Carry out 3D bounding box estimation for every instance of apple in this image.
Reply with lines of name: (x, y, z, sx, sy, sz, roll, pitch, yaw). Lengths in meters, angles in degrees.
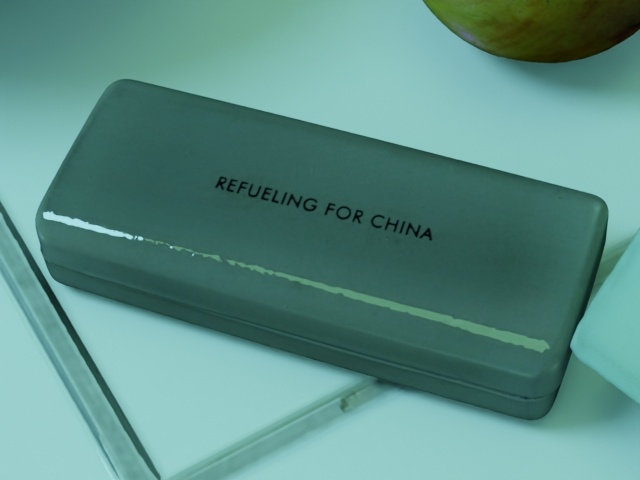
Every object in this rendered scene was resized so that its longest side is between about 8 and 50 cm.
apple: (0.113, -0.154, 0.769, 0.146, 0.146, 0.146, -2, 54, 2)

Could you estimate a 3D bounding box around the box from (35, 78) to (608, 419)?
box: (0.000, 0.000, 0.716, 0.243, 0.055, 0.103, 15, 56, 13)

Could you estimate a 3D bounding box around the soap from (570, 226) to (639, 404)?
soap: (0.248, 0.055, 0.598, 0.265, 0.087, 0.160, 38, 106, 26)
